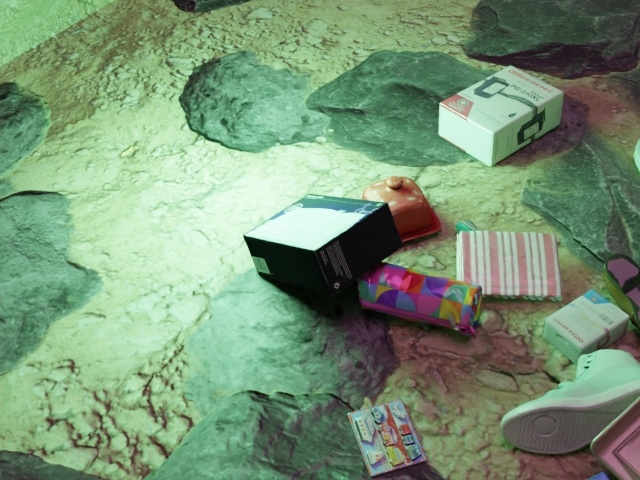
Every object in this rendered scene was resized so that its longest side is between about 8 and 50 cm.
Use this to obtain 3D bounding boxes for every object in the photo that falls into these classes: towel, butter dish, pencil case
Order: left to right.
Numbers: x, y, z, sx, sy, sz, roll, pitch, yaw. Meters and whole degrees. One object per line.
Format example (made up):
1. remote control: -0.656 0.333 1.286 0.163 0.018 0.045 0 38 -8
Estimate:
1. butter dish: 0.154 -0.081 1.731 0.160 0.118 0.160 -16 44 -11
2. pencil case: 0.184 0.105 1.542 0.236 0.104 0.104 13 46 22
3. towel: 0.360 0.049 1.610 0.196 0.029 0.144 2 59 5

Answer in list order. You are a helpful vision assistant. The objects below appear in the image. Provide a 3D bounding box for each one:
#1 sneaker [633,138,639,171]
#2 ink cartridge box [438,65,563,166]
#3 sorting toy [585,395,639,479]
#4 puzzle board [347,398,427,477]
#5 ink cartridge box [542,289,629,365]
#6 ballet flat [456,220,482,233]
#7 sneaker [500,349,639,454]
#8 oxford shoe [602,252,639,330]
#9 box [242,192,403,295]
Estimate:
1. sneaker: 0.754 -0.130 1.694 0.145 0.147 0.385 -11 44 -8
2. ink cartridge box: 0.419 -0.294 1.945 0.237 0.100 0.172 -30 48 -24
3. sorting toy: 0.530 0.318 1.231 0.347 0.047 0.196 -41 62 -5
4. puzzle board: 0.108 0.321 1.377 0.096 0.011 0.128 -13 42 -8
5. ink cartridge box: 0.469 0.154 1.486 0.122 0.052 0.088 -26 46 -23
6. ballet flat: 0.322 -0.006 1.690 0.041 0.041 0.114 -24 46 -19
7. sneaker: 0.412 0.257 1.369 0.255 0.094 0.151 -16 20 8
8. oxford shoe: 0.579 0.124 1.499 0.076 0.076 0.212 -22 60 -6
9. box: 0.000 0.000 1.604 0.184 0.103 0.261 -31 23 -28
